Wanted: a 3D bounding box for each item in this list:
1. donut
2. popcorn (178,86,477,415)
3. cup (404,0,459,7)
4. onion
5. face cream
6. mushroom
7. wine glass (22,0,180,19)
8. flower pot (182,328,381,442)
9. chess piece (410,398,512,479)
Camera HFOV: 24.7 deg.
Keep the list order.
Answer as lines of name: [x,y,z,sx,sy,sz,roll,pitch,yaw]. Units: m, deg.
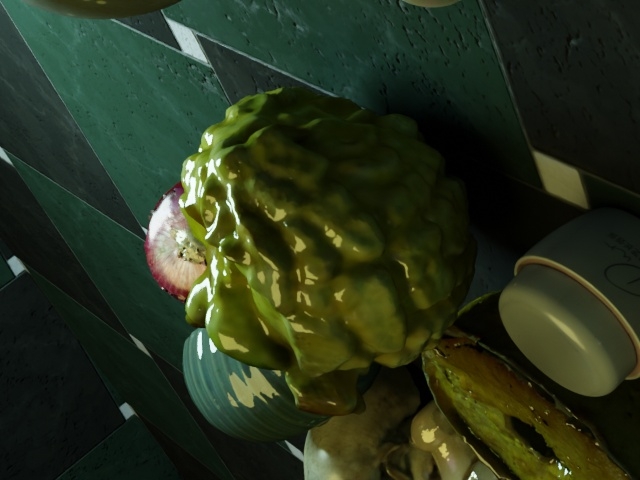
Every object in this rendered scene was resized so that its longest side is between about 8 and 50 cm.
donut: [0.206,0.143,1.210,0.272,0.107,0.272,40,160,18]
popcorn: [0.000,0.000,1.164,0.258,0.224,0.270,-47,56,58]
cup: [0.067,-0.206,0.852,0.116,0.074,0.104,113,141,-67]
onion: [-0.112,-0.001,1.643,0.150,0.150,0.140,40,-161,20]
face cream: [0.192,0.043,1.027,0.117,0.104,0.117,41,163,16]
mushroom: [0.086,0.272,1.638,0.254,0.189,0.195,50,165,-18]
wine glass: [-0.128,-0.260,0.912,0.238,0.238,0.323,52,164,-16]
flower pot: [-0.039,0.122,1.556,0.243,0.189,0.157,-30,93,44]
chess piece: [0.204,0.291,1.512,0.307,0.124,0.139,48,147,4]
